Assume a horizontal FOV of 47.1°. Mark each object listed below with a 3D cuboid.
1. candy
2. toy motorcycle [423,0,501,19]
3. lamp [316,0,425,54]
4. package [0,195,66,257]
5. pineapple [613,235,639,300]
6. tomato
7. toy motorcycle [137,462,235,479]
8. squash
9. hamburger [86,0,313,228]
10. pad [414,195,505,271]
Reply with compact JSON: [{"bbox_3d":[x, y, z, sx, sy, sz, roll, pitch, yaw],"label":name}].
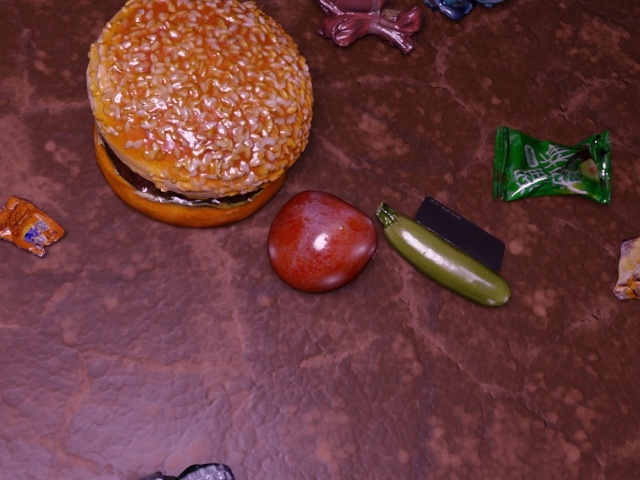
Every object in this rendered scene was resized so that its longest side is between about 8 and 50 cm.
[{"bbox_3d":[0.399,-0.124,1.271,0.203,0.078,0.141,4,54,3],"label":"candy"},{"bbox_3d":[0.285,-0.539,1.398,0.206,0.154,0.260,10,55,18],"label":"toy motorcycle"},{"bbox_3d":[0.077,-0.453,1.319,0.215,0.151,0.223,-2,110,-7],"label":"lamp"},{"bbox_3d":[-0.432,-0.019,1.070,0.111,0.033,0.077,30,74,7],"label":"package"},{"bbox_3d":[0.536,0.037,1.223,0.069,0.116,0.137,36,106,-19],"label":"pineapple"},{"bbox_3d":[0.000,0.000,1.091,0.167,0.167,0.167,4,66,-10],"label":"tomato"},{"bbox_3d":[-0.221,0.357,0.904,0.270,0.159,0.106,-28,65,-5],"label":"toy motorcycle"},{"bbox_3d":[0.187,0.030,1.161,0.252,0.066,0.066,34,64,5],"label":"squash"},{"bbox_3d":[-0.175,-0.193,1.081,0.330,0.250,0.330,4,67,-10],"label":"hamburger"},{"bbox_3d":[0.229,-0.014,1.191,0.157,0.003,0.112,32,30,3],"label":"pad"}]
